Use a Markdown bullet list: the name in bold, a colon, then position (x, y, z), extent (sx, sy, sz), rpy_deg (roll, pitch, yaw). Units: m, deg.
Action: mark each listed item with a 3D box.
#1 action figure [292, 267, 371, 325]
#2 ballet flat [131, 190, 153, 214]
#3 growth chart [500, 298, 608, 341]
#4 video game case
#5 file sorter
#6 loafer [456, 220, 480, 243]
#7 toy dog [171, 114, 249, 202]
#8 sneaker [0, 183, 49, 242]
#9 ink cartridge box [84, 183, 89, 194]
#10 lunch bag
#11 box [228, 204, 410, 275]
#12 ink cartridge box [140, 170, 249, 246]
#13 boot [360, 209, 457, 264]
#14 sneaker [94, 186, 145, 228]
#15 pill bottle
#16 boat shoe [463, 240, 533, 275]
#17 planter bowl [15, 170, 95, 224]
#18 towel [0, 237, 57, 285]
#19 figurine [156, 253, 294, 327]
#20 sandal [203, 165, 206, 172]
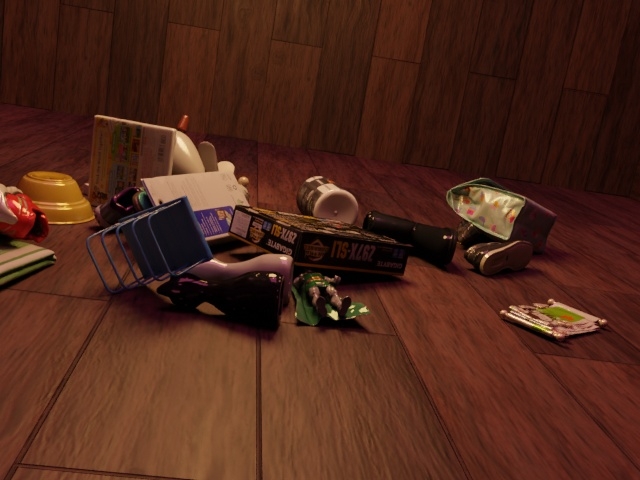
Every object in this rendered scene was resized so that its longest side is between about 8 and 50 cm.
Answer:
- **action figure**: position (-0.003, 0.094, 1.381), extent (0.137, 0.063, 0.232), rpy_deg (2, 12, -15)
- **ballet flat**: position (-0.352, -0.052, 1.672), extent (0.096, 0.095, 0.280), rpy_deg (-30, -14, 23)
- **growth chart**: position (0.478, 0.161, 1.511), extent (0.237, 0.021, 0.172), rpy_deg (-3, 18, -44)
- **video game case**: position (-0.470, -0.182, 1.816), extent (0.206, 0.227, 0.026), rpy_deg (11, 15, 6)
- **file sorter**: position (-0.294, 0.014, 1.243), extent (0.170, 0.118, 0.104), rpy_deg (-15, 12, 34)
- **loafer**: position (0.409, -0.019, 2.109), extent (0.062, 0.061, 0.170), rpy_deg (53, 1, 5)
- **toy dog**: position (-0.305, -0.209, 1.883), extent (0.333, 0.161, 0.220), rpy_deg (32, -5, -2)
- **sneaker**: position (-0.586, -0.036, 1.424), extent (0.118, 0.107, 0.279), rpy_deg (30, -5, -13)
- **ink cartridge box**: position (-0.585, -0.129, 1.943), extent (0.083, 0.028, 0.048), rpy_deg (22, 19, 41)
- **lunch bag**: position (0.525, -0.080, 2.161), extent (0.223, 0.160, 0.262), rpy_deg (18, 7, -45)
- **box**: position (0.000, 0.000, 1.625), extent (0.322, 0.079, 0.257), rpy_deg (7, 8, -40)
- **ink cartridge box**: position (-0.274, -0.065, 1.623), extent (0.065, 0.165, 0.332), rpy_deg (-29, -7, 27)
- **boot**: position (0.217, -0.010, 1.860), extent (0.207, 0.094, 0.246), rpy_deg (11, 7, -9)
- **sneaker**: position (-0.412, -0.092, 1.694), extent (0.098, 0.083, 0.223), rpy_deg (-36, -1, 39)
- **pill bottle**: position (0.008, -0.105, 2.037), extent (0.130, 0.130, 0.245), rpy_deg (5, 15, -18)
- **boat shoe**: position (0.463, 0.034, 1.876), extent (0.233, 0.084, 0.079), rpy_deg (-6, 21, -40)
- **planter bowl**: position (-0.632, -0.108, 1.703), extent (0.217, 0.090, 0.217), rpy_deg (9, 14, -2)
- **towel**: position (-0.662, 0.023, 1.275), extent (0.324, 0.038, 0.248), rpy_deg (9, 12, 7)
- **figurine**: position (-0.163, 0.073, 1.310), extent (0.209, 0.092, 0.215), rpy_deg (6, 13, 4)
- **sandal**: position (-0.390, -0.146, 2.032), extent (0.302, 0.120, 0.086), rpy_deg (1, 43, -23)
